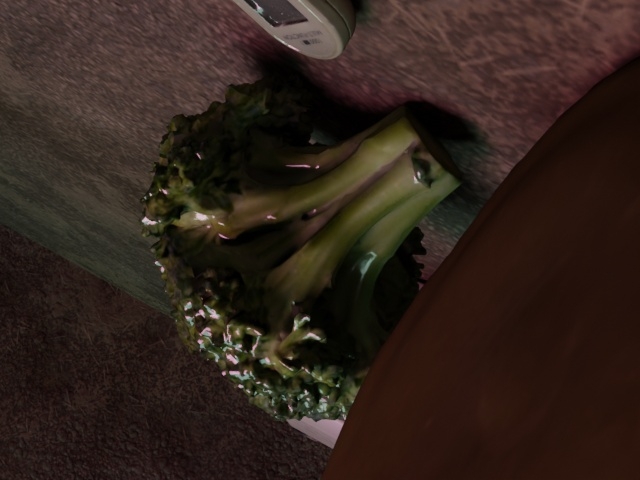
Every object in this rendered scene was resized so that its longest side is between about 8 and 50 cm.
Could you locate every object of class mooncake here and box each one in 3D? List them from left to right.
[{"bbox_3d":[0.174,0.133,0.529,0.262,0.467,0.467,31,166,-6],"label":"mooncake"}]

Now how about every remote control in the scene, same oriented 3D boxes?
[{"bbox_3d":[-0.061,-0.197,0.685,0.221,0.042,0.078,38,164,-29],"label":"remote control"}]

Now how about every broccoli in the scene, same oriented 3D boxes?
[{"bbox_3d":[-0.012,0.002,0.881,0.288,0.260,0.235,41,177,-27],"label":"broccoli"}]

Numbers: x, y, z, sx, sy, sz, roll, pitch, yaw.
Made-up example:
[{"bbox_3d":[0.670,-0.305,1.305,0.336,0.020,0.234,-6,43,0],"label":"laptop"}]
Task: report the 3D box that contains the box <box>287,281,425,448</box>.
[{"bbox_3d":[0.081,0.150,1.214,0.252,0.203,0.106,19,147,50],"label":"box"}]
